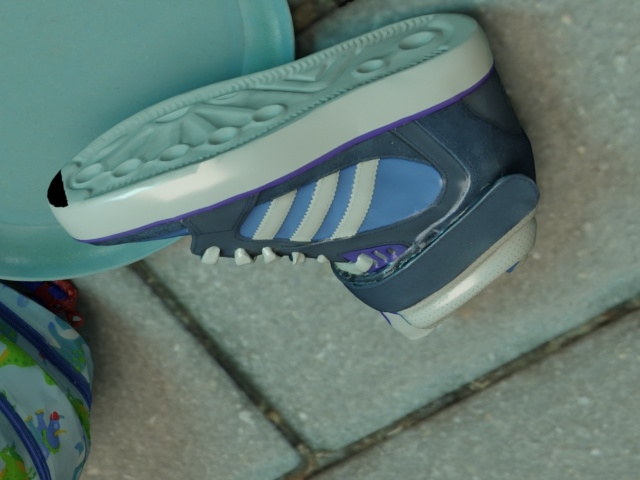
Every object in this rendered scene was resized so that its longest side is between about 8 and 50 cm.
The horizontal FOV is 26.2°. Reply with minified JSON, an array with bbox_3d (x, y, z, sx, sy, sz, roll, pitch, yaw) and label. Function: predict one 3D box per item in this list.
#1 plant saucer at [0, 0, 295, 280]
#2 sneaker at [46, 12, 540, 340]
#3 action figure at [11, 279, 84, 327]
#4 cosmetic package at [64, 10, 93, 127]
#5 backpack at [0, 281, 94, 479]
[{"bbox_3d":[-0.172,-0.109,0.943,0.317,0.044,0.318,-14,131,-16],"label":"plant saucer"},{"bbox_3d":[0.000,0.000,0.965,0.322,0.130,0.236,-22,121,-3],"label":"sneaker"},{"bbox_3d":[-0.235,0.030,1.115,0.038,0.030,0.115,-39,110,22],"label":"action figure"},{"bbox_3d":[-0.278,-0.166,0.985,0.239,0.060,0.099,17,121,-1],"label":"cosmetic package"},{"bbox_3d":[-0.353,0.116,1.067,0.355,0.273,0.290,36,123,19],"label":"backpack"}]
